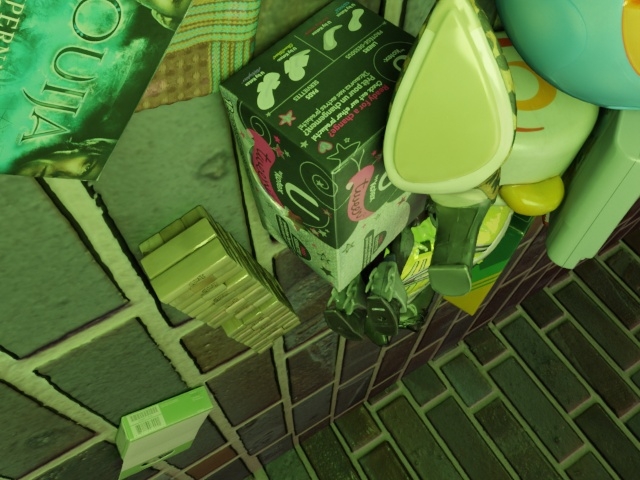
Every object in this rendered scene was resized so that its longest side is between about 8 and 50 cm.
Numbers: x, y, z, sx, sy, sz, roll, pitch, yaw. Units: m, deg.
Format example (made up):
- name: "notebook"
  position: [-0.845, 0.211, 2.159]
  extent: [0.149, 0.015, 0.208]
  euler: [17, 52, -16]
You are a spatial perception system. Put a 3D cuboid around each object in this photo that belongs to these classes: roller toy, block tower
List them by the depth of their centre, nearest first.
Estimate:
- name: "roller toy"
  position: [0.231, -0.146, 0.666]
  extent: [0.191, 0.209, 0.146]
  euler: [-54, 162, -21]
- name: "block tower"
  position: [-0.120, 0.068, 0.733]
  extent: [0.097, 0.091, 0.335]
  euler: [-33, 155, -3]

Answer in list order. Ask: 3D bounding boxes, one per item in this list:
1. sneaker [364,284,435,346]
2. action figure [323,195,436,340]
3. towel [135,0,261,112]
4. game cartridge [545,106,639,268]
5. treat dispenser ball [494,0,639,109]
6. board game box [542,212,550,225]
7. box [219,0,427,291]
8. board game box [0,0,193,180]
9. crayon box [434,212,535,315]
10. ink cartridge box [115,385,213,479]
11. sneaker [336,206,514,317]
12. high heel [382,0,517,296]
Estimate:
- name: "sneaker"
  position: [0.214, 0.136, 1.216]
  extent: [0.286, 0.130, 0.109]
  euler: [-38, 153, 2]
- name: "action figure"
  position: [0.095, -0.007, 0.714]
  extent: [0.185, 0.285, 0.099]
  euler: [-9, 134, 36]
- name: "towel"
  position: [-0.140, -0.209, 0.288]
  extent: [0.272, 0.040, 0.370]
  euler: [-22, 152, -25]
- name: "game cartridge"
  position: [0.353, -0.130, 0.655]
  extent: [0.198, 0.062, 0.297]
  euler: [93, 20, -46]
- name: "treat dispenser ball"
  position: [0.294, -0.256, 0.445]
  extent: [0.288, 0.288, 0.288]
  euler: [-28, 154, -15]
- name: "board game box"
  position: [0.444, -0.140, 0.978]
  extent: [0.145, 0.027, 0.281]
  euler: [-63, 150, -8]
- name: "box"
  position: [0.022, -0.081, 0.547]
  extent: [0.163, 0.142, 0.247]
  euler: [-43, 157, -18]
- name: "board game box"
  position: [-0.173, -0.116, 0.346]
  extent: [0.126, 0.026, 0.186]
  euler: [-1, 140, -51]
- name: "crayon box"
  position: [0.376, 0.021, 1.157]
  extent: [0.203, 0.083, 0.323]
  euler: [-45, 159, -38]
- name: "ink cartridge box"
  position: [-0.331, 0.399, 1.090]
  extent: [0.171, 0.056, 0.235]
  euler: [-14, 151, -37]
- name: "sneaker"
  position: [0.189, 0.013, 0.956]
  extent: [0.385, 0.145, 0.147]
  euler: [-45, 154, 17]
- name: "high heel"
  position: [0.116, -0.104, 0.448]
  extent: [0.186, 0.093, 0.261]
  euler: [-67, 155, -43]
